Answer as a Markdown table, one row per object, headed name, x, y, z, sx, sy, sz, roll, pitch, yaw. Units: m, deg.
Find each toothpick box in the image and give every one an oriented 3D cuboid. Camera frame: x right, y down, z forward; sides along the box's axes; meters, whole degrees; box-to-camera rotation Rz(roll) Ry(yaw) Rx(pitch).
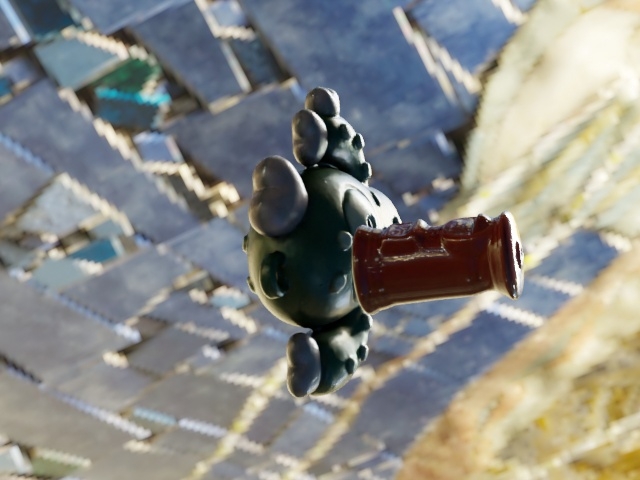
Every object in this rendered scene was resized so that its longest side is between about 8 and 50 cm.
| name | x | y | z | sx | sy | sz | roll | pitch | yaw |
| --- | --- | --- | --- | --- | --- | --- | --- | --- | --- |
| toothpick box | 0.061 | 0.011 | 0.897 | 0.047 | 0.083 | 0.047 | -7 | 90 | -74 |

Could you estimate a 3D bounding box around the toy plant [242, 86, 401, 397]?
| name | x | y | z | sx | sy | sz | roll | pitch | yaw |
| --- | --- | --- | --- | --- | --- | --- | --- | --- | --- |
| toy plant | 0.000 | 0.005 | 1.538 | 0.243 | 0.112 | 0.233 | -62 | 142 | -50 |
